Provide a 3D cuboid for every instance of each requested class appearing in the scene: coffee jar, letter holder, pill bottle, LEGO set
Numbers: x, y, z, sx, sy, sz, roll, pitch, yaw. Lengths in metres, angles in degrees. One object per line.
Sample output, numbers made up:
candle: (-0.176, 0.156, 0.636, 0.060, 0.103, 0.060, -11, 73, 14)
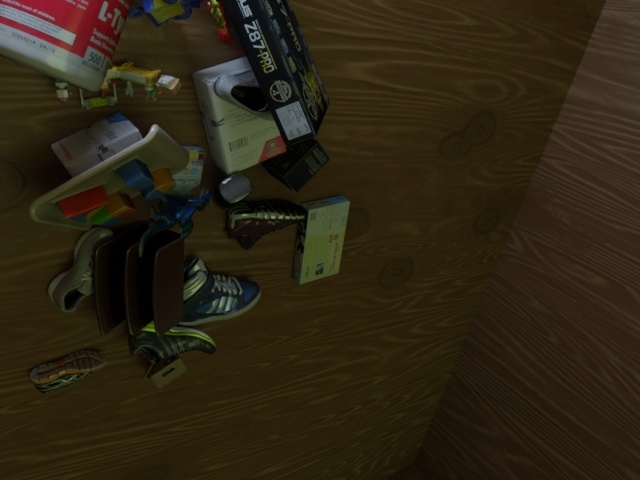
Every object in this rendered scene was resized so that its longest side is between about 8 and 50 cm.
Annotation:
coffee jar: (-0.267, -0.143, 1.671, 0.096, 0.184, 0.079, -34, 95, -17)
letter holder: (-0.516, 0.132, 1.597, 0.214, 0.152, 0.301, -43, 146, -55)
pill bottle: (-0.497, -0.533, 1.136, 0.229, 0.229, 0.407, 17, 96, -46)
LEGO set: (-0.485, -0.362, 1.358, 0.287, 0.132, 0.107, -2, 128, -14)

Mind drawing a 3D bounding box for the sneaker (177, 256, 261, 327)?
sneaker: (-0.345, 0.144, 1.828, 0.323, 0.130, 0.236, -17, 134, -24)

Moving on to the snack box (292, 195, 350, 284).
snack box: (0.000, 0.000, 2.081, 0.187, 0.060, 0.321, -14, 126, -33)

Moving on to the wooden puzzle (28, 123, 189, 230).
wooden puzzle: (-0.490, -0.127, 1.382, 0.348, 0.080, 0.322, -34, 177, -1)

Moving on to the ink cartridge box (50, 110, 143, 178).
ink cartridge box: (-0.548, -0.228, 1.391, 0.191, 0.140, 0.082, -34, 137, -17)

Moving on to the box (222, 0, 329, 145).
box: (-0.102, -0.472, 1.407, 0.097, 0.318, 0.394, -18, 114, 14)

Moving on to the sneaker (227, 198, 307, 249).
sneaker: (-0.188, -0.047, 1.870, 0.282, 0.106, 0.162, 0, 123, -29)

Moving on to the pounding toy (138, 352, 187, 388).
pounding toy: (-0.538, 0.415, 1.855, 0.141, 0.130, 0.100, -33, 135, -19)

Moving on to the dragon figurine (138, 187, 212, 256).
dragon figurine: (-0.395, -0.062, 1.548, 0.144, 0.289, 0.085, 19, 131, -6)

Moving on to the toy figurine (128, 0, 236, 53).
toy figurine: (-0.337, -0.532, 1.277, 0.218, 0.362, 0.191, -15, 96, -1)

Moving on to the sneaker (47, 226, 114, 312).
sneaker: (-0.642, 0.088, 1.544, 0.099, 0.121, 0.262, 29, 97, -48)

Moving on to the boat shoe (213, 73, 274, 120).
boat shoe: (-0.160, -0.368, 1.491, 0.258, 0.084, 0.095, 3, 115, -43)

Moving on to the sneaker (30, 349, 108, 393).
sneaker: (-0.759, 0.400, 1.698, 0.215, 0.084, 0.083, -11, 129, -24)

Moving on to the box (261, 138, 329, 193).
box: (-0.085, -0.258, 1.757, 0.158, 0.156, 0.093, -46, 139, -6)

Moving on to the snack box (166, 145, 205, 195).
snack box: (-0.395, -0.201, 1.617, 0.100, 0.037, 0.141, -4, 122, -37)

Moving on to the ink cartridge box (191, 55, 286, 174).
ink cartridge box: (-0.224, -0.361, 1.594, 0.207, 0.117, 0.282, -27, 133, -24)

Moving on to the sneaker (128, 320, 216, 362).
sneaker: (-0.483, 0.340, 1.807, 0.300, 0.111, 0.121, 17, 64, -27)
